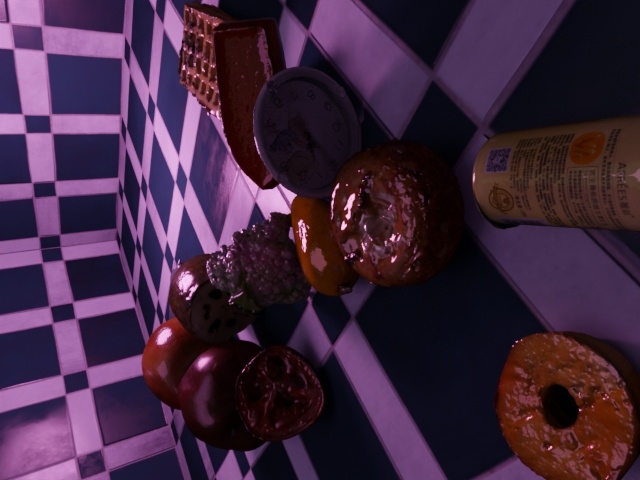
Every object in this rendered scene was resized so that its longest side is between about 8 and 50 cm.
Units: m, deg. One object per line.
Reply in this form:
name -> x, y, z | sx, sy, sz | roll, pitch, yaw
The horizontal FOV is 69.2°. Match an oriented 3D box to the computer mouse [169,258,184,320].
computer mouse -> -0.542, 0.260, 1.887 | 0.188, 0.122, 0.371 | -3, 88, 54

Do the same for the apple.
apple -> -0.446, 0.417, 1.594 | 0.277, 0.319, 0.319 | -19, 82, 54

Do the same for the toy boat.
toy boat -> -0.116, -0.257, 0.921 | 0.145, 0.133, 0.332 | 1, 116, 14

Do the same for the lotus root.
lotus root -> -0.348, 0.162, 1.449 | 0.346, 0.250, 0.250 | 12, 108, 63

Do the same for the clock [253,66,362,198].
clock -> -0.026, -0.192, 0.842 | 0.053, 0.236, 0.236 | -1, 97, 52

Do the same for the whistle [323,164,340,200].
whistle -> 0.013, -0.135, 0.943 | 0.158, 0.090, 0.090 | 56, 140, 37

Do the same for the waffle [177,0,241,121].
waffle -> -0.291, -0.511, 1.301 | 0.376, 0.114, 0.261 | 47, 135, 43

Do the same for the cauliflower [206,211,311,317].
cauliflower -> -0.144, 0.051, 1.141 | 0.315, 0.256, 0.239 | -105, -4, -71

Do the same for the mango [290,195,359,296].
mango -> 0.000, 0.000, 0.961 | 0.317, 0.119, 0.176 | -123, 21, -53

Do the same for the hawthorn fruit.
hawthorn fruit -> -0.259, 0.441, 1.309 | 0.325, 0.308, 0.308 | -39, 63, 28

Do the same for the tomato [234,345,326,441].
tomato -> -0.093, 0.377, 1.162 | 0.101, 0.228, 0.228 | 43, -148, -80

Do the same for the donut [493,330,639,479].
donut -> 0.308, 0.201, 0.570 | 0.174, 0.075, 0.190 | 6, 98, 58

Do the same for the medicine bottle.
medicine bottle -> 0.290, -0.069, 0.491 | 0.239, 0.124, 0.124 | 6, 103, 56

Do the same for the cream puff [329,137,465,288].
cream puff -> 0.119, -0.043, 0.729 | 0.240, 0.164, 0.240 | 25, 127, 38
